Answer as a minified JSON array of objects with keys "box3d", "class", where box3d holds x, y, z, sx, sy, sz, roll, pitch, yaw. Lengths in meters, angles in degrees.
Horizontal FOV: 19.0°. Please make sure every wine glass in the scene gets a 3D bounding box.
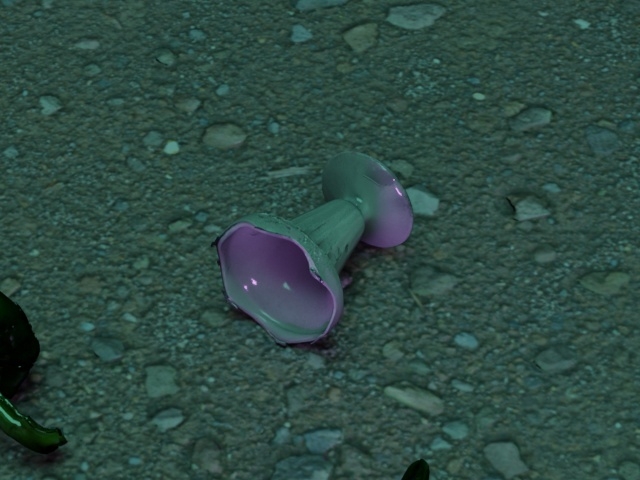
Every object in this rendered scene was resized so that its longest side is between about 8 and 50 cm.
[{"box3d":[0.000,0.000,2.140,0.165,0.165,0.196,27,50,26],"class":"wine glass"}]

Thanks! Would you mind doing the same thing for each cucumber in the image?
[{"box3d":[0.079,0.292,1.939,0.036,0.033,0.184,-10,40,29],"class":"cucumber"}]

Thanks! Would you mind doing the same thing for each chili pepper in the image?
[{"box3d":[-0.375,0.127,2.033,0.261,0.165,0.174,34,45,28],"class":"chili pepper"}]
